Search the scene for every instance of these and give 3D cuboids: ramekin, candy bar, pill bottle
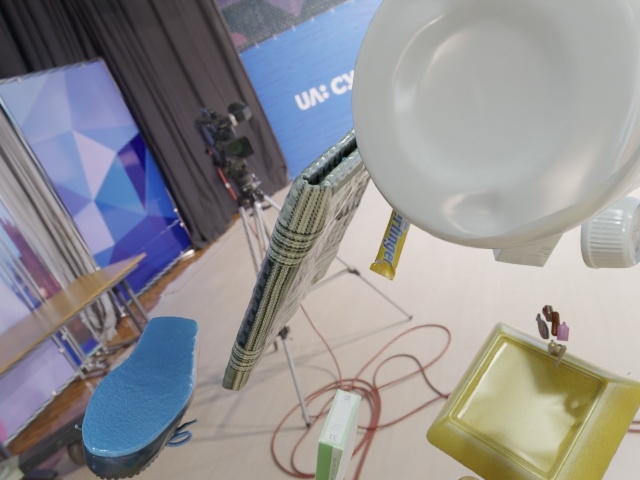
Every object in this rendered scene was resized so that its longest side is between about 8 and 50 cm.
[{"bbox_3d":[0.773,-0.023,1.390,0.109,0.207,0.207,8,36,45],"label":"ramekin"},{"bbox_3d":[0.111,-0.022,0.764,0.040,0.161,0.018,24,20,24],"label":"candy bar"},{"bbox_3d":[0.207,-0.122,0.467,0.204,0.204,0.361,-7,7,40],"label":"pill bottle"}]

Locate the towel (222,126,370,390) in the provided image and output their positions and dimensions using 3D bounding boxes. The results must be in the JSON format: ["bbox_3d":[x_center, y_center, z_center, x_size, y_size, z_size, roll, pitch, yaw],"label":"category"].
[{"bbox_3d":[0.000,0.000,0.676,0.056,0.312,0.324,27,33,7],"label":"towel"}]

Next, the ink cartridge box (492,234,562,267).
[{"bbox_3d":[0.354,-0.086,0.888,0.093,0.219,0.160,7,44,-3],"label":"ink cartridge box"}]

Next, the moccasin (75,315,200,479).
[{"bbox_3d":[-0.224,0.222,0.745,0.138,0.116,0.342,9,15,0],"label":"moccasin"}]

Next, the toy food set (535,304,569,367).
[{"bbox_3d":[0.420,0.163,0.952,0.019,0.077,0.122,4,40,0],"label":"toy food set"}]

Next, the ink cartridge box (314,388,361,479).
[{"bbox_3d":[0.016,0.418,0.965,0.056,0.171,0.235,14,39,14],"label":"ink cartridge box"}]

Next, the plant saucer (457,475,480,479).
[{"bbox_3d":[0.410,0.686,1.457,0.084,0.015,0.083,-7,32,5],"label":"plant saucer"}]

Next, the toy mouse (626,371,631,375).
[{"bbox_3d":[0.692,0.408,1.296,0.161,0.031,0.143,-22,47,31],"label":"toy mouse"}]

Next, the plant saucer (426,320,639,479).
[{"bbox_3d":[0.422,0.341,1.087,0.333,0.081,0.332,24,69,42],"label":"plant saucer"}]
